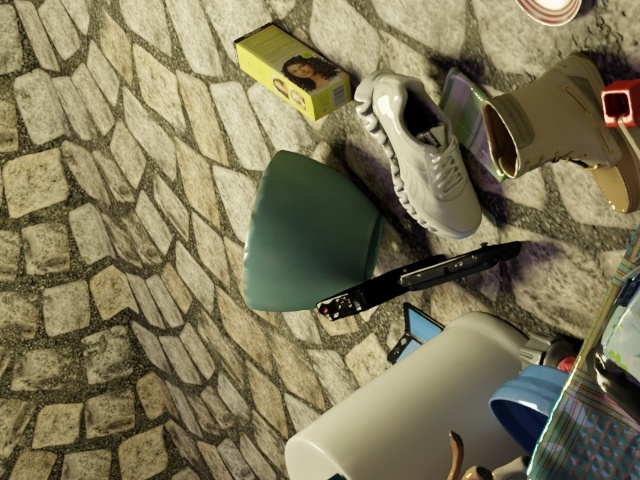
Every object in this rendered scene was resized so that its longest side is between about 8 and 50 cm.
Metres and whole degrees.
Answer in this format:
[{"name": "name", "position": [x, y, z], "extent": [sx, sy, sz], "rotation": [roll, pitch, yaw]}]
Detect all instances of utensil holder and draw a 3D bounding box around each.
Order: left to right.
[{"name": "utensil holder", "position": [0.182, 0.349, 1.905], "extent": [0.327, 0.385, 0.328], "rotation": [43, 150, 32]}]

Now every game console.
[{"name": "game console", "position": [0.174, 0.191, 2.133], "extent": [0.122, 0.107, 0.071], "rotation": [33, 173, 46]}, {"name": "game console", "position": [0.171, 0.051, 1.855], "extent": [0.361, 0.213, 0.044], "rotation": [-21, 90, 47]}]

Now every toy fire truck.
[{"name": "toy fire truck", "position": [0.395, -0.103, 1.285], "extent": [0.047, 0.135, 0.192], "rotation": [6, 122, 61]}]

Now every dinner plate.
[{"name": "dinner plate", "position": [0.271, -0.329, 1.418], "extent": [0.141, 0.017, 0.141], "rotation": [43, 150, 32]}]

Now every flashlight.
[{"name": "flashlight", "position": [0.400, 0.195, 1.668], "extent": [0.103, 0.103, 0.304], "rotation": [40, 170, -27]}]

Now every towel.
[{"name": "towel", "position": [0.226, -0.165, 1.683], "extent": [0.152, 0.023, 0.113], "rotation": [50, 155, 22]}, {"name": "towel", "position": [0.421, 0.196, 1.378], "extent": [0.271, 0.040, 0.370], "rotation": [28, 106, 28]}]

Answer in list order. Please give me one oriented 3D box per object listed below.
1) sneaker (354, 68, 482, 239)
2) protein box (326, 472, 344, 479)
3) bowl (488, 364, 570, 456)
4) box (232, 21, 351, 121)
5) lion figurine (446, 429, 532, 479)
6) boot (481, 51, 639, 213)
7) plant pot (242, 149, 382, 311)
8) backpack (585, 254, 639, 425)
[{"name": "sneaker", "position": [0.161, -0.121, 1.726], "extent": [0.292, 0.110, 0.118], "rotation": [56, 158, -19]}, {"name": "protein box", "position": [-0.003, 0.492, 1.705], "extent": [0.200, 0.201, 0.136], "rotation": [50, 155, 21]}, {"name": "bowl", "position": [0.416, 0.312, 1.627], "extent": [0.391, 0.077, 0.391], "rotation": [37, 168, 9]}, {"name": "box", "position": [-0.050, -0.293, 2.003], "extent": [0.232, 0.087, 0.058], "rotation": [38, 150, 38]}, {"name": "lion figurine", "position": [0.292, 0.459, 1.708], "extent": [0.392, 0.142, 0.240], "rotation": [37, 121, 3]}, {"name": "boot", "position": [0.298, -0.105, 1.432], "extent": [0.213, 0.165, 0.077], "rotation": [64, 157, -6]}, {"name": "plant pot", "position": [0.000, 0.000, 2.060], "extent": [0.195, 0.290, 0.290], "rotation": [12, 139, 11]}, {"name": "backpack", "position": [0.455, 0.070, 1.188], "extent": [0.290, 0.273, 0.356], "rotation": [44, 108, 30]}]
